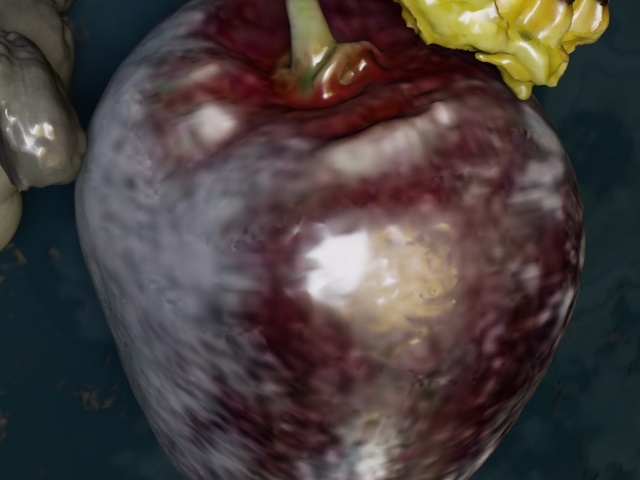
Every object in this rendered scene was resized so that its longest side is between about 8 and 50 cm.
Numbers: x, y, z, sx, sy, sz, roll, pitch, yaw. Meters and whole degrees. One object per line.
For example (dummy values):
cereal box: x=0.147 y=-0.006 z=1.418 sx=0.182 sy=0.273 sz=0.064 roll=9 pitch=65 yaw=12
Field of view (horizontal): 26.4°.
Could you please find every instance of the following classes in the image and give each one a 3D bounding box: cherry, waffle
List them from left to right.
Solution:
cherry: x=0.000 y=0.000 z=0.633 sx=0.218 sy=0.255 sz=0.296 roll=-16 pitch=131 yaw=-27
waffle: x=0.021 y=-0.163 z=0.607 sx=0.237 sy=0.243 sz=0.059 roll=24 pitch=116 yaw=-18

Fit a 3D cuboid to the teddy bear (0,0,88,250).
teddy bear: x=-0.185 y=-0.032 z=0.584 sx=0.251 sy=0.171 sz=0.144 roll=-25 pitch=125 yaw=-22
